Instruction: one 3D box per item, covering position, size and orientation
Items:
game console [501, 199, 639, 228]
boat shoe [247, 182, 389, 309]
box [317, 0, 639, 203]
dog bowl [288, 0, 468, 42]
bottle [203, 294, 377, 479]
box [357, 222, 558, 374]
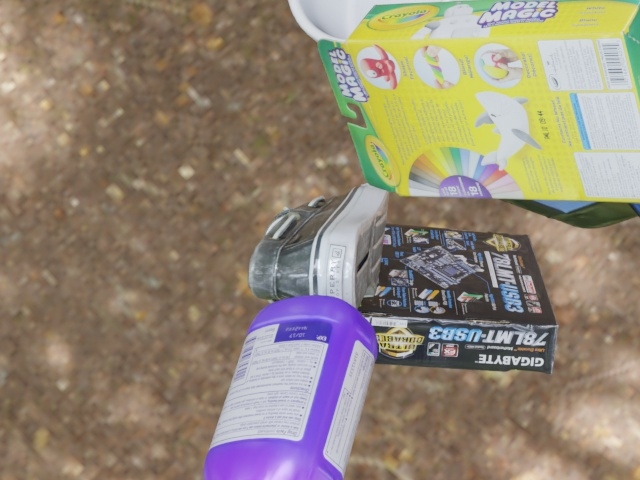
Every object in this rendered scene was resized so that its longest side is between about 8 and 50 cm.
[{"bbox_3d":[0.221,-0.014,1.158,0.293,0.173,0.250,17,152,-42],"label":"game console"},{"bbox_3d":[0.000,0.000,1.592,0.119,0.335,0.121,7,95,8],"label":"boat shoe"},{"bbox_3d":[0.090,-0.072,0.817,0.179,0.043,0.105,2,129,31],"label":"box"},{"bbox_3d":[0.100,-0.281,1.538,0.264,0.265,0.104,3,159,42],"label":"dog bowl"},{"bbox_3d":[-0.035,0.181,1.299,0.118,0.283,0.092,-13,136,36],"label":"bottle"},{"bbox_3d":[0.120,0.062,1.883,0.293,0.295,0.073,5,112,-2],"label":"box"}]
